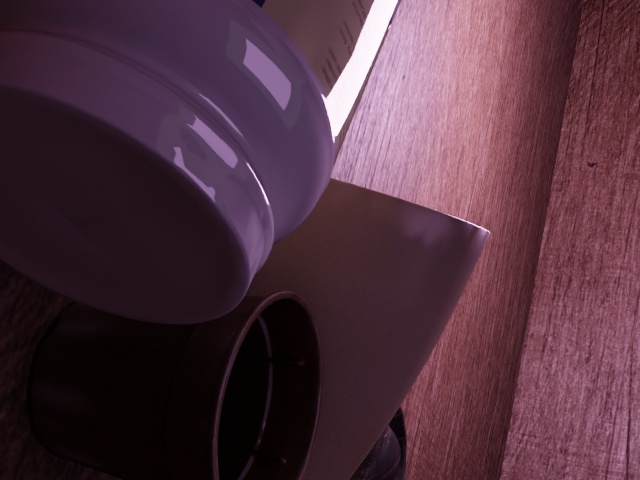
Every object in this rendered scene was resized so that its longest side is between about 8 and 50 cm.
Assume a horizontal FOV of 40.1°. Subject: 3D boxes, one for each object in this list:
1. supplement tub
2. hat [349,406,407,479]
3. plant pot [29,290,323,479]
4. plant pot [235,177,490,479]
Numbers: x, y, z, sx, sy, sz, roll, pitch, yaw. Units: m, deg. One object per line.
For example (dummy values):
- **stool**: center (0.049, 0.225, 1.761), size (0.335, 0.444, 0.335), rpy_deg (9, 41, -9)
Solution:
- **supplement tub**: center (-0.080, -0.136, 0.548), size (0.235, 0.235, 0.325), rpy_deg (67, 36, -48)
- **hat**: center (0.019, 0.247, 0.960), size (0.331, 0.134, 0.331), rpy_deg (-20, 114, -56)
- **plant pot**: center (-0.105, 0.112, 0.635), size (0.167, 0.165, 0.167), rpy_deg (5, 90, -66)
- **plant pot**: center (-0.011, 0.086, 0.787), size (0.256, 0.256, 0.274), rpy_deg (16, 90, -66)
